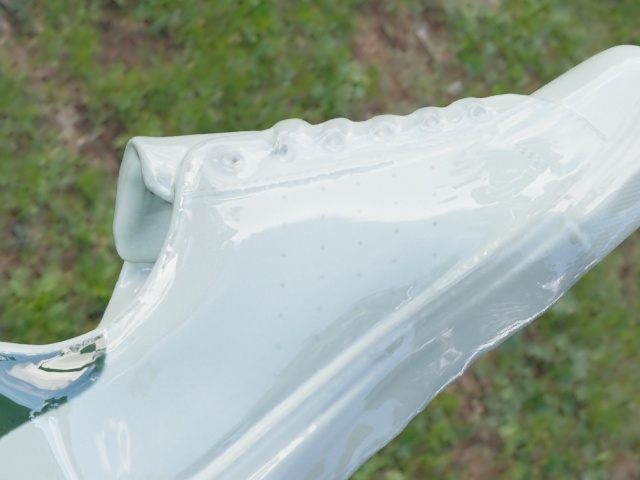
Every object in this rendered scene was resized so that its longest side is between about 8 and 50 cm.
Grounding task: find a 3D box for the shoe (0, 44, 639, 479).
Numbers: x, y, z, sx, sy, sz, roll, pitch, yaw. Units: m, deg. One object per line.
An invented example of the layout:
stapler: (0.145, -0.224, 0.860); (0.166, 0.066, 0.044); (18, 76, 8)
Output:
shoe: (0.000, 0.000, 0.809); (0.363, 0.132, 0.160); (-40, 93, -20)
